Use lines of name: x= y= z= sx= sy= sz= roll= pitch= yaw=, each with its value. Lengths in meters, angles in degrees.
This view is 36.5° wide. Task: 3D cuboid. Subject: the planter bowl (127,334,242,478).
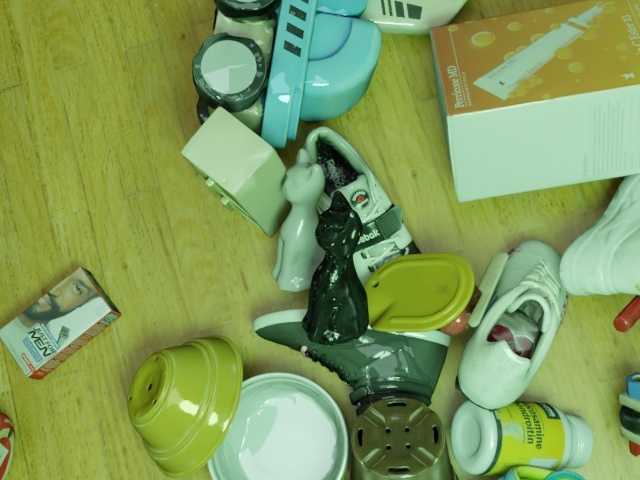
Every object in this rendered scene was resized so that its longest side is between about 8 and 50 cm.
planter bowl: x=-0.214 y=0.223 z=1.394 sx=0.217 sy=0.090 sz=0.217 roll=-31 pitch=44 yaw=35

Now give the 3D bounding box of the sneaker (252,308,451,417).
sneaker: x=0.036 y=0.188 z=1.420 sx=0.295 sy=0.104 sz=0.147 roll=8 pitch=74 yaw=5

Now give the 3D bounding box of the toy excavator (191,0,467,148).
toy excavator: x=0.052 y=-0.337 z=1.503 sx=0.445 sy=0.222 sz=0.433 roll=10 pitch=79 yaw=-4

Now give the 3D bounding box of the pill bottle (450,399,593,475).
pill bottle: x=0.280 y=0.274 z=1.339 sx=0.184 sy=0.103 sz=0.103 roll=8 pitch=77 yaw=-25

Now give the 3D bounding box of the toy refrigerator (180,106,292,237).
toy refrigerator: x=-0.110 y=-0.089 z=1.416 sx=0.102 sy=0.269 sz=0.094 roll=39 pitch=86 yaw=13

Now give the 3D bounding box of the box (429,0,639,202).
box: x=0.345 y=-0.210 z=1.389 sx=0.345 sy=0.168 sz=0.215 roll=-9 pitch=46 yaw=6

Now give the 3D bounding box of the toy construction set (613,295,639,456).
toy construction set: x=0.542 y=0.179 z=1.317 sx=0.237 sy=0.257 sz=0.309 roll=-33 pitch=92 yaw=-44

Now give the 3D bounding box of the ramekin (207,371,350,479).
ramekin: x=-0.055 y=0.299 z=1.409 sx=0.207 sy=0.109 sz=0.207 roll=-2 pitch=77 yaw=8

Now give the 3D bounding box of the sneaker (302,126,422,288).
sneaker: x=0.060 y=-0.025 z=1.445 sx=0.122 sy=0.146 sz=0.330 roll=-32 pitch=77 yaw=-1

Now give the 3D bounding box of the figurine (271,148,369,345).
figurine: x=0.000 y=0.000 z=1.353 sx=0.092 sy=0.209 sz=0.215 roll=-10 pitch=35 yaw=-20

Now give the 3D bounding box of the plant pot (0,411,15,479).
plant pot: x=-0.564 y=0.315 z=1.438 sx=0.174 sy=0.191 sz=0.191 roll=16 pitch=81 yaw=8

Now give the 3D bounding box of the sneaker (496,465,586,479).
sneaker: x=0.319 y=0.426 z=1.266 sx=0.319 sy=0.127 sz=0.208 roll=41 pitch=101 yaw=-12

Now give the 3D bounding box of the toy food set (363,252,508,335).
toy food set: x=0.162 y=0.087 z=1.348 sx=0.218 sy=0.071 sz=0.128 roll=-3 pitch=53 yaw=39

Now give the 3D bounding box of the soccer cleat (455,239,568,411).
soccer cleat: x=0.288 y=0.091 z=1.320 sx=0.116 sy=0.143 sz=0.331 roll=31 pitch=46 yaw=3

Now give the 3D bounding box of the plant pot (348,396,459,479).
plant pot: x=0.111 y=0.311 z=1.322 sx=0.167 sy=0.165 sz=0.167 roll=-4 pitch=47 yaw=4

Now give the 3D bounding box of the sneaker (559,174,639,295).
sneaker: x=0.479 y=-0.020 z=1.334 sx=0.292 sy=0.169 sz=0.108 roll=-45 pitch=116 yaw=-26

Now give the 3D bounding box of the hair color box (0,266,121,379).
hair color box: x=-0.410 y=0.131 z=1.524 sx=0.167 sy=0.053 sz=0.093 roll=-39 pitch=75 yaw=-2
